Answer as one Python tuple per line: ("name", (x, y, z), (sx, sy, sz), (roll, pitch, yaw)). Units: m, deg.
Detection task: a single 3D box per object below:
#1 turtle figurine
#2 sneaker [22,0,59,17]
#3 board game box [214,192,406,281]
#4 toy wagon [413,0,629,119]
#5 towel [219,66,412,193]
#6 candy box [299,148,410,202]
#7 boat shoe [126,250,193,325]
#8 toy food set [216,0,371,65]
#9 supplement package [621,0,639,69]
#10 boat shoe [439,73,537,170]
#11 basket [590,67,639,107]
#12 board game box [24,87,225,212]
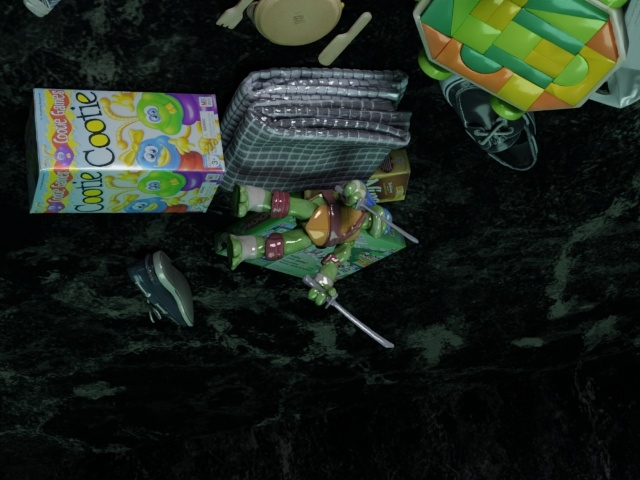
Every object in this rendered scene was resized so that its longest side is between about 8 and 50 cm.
("turtle figurine", (0.000, 0.000, 1.981), (0.266, 0.274, 0.197), (2, 148, -14))
("sneaker", (-0.368, -0.334, 1.618), (0.058, 0.052, 0.135), (-27, 159, 14))
("board game box", (-0.017, 0.001, 2.478), (0.214, 0.046, 0.317), (-28, 150, 34))
("toy wagon", (0.228, -0.298, 1.692), (0.344, 0.068, 0.267), (27, 140, -10))
("towel", (-0.014, -0.162, 2.027), (0.284, 0.121, 0.235), (0, 155, -19))
("candy box", (0.059, -0.106, 2.261), (0.187, 0.053, 0.109), (-8, 155, -6))
("boat shoe", (-0.311, 0.105, 2.543), (0.079, 0.095, 0.254), (-14, 154, 6))
("toy food set", (-0.035, -0.318, 1.786), (0.192, 0.038, 0.132), (16, 139, -34))
("supplement package", (0.505, -0.331, 1.715), (0.203, 0.149, 0.194), (9, 149, 2))
("boat shoe", (0.281, -0.195, 2.079), (0.108, 0.102, 0.301), (-18, 155, 19))
("basket", (0.471, -0.289, 1.937), (0.113, 0.103, 0.167), (11, 149, -37))
("board game box", (-0.301, -0.133, 1.960), (0.275, 0.142, 0.144), (0, 154, -19))
